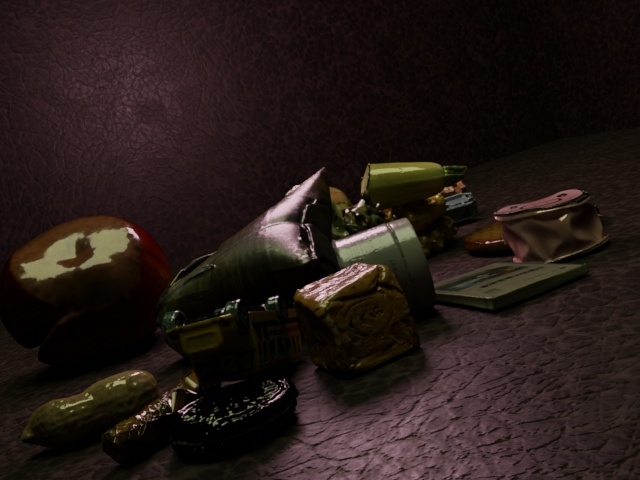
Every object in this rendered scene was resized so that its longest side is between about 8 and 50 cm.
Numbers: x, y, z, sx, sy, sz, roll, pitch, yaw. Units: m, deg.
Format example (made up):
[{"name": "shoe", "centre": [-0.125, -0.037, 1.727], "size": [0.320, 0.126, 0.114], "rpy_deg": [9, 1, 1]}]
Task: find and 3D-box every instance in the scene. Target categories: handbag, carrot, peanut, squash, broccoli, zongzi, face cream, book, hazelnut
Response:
[{"name": "handbag", "centre": [0.468, -0.028, 1.599], "size": [0.205, 0.116, 0.179], "rpy_deg": [-16, 6, 12]}, {"name": "carrot", "centre": [-0.231, 0.259, 1.176], "size": [0.069, 0.069, 0.229], "rpy_deg": [-11, 11, 36]}, {"name": "peanut", "centre": [-0.374, 0.279, 1.284], "size": [0.228, 0.085, 0.104], "rpy_deg": [-20, -1, -15]}, {"name": "squash", "centre": [0.221, -0.149, 1.971], "size": [0.288, 0.137, 0.137], "rpy_deg": [-9, 9, 20]}, {"name": "broccoli", "centre": [0.006, 0.020, 1.882], "size": [0.334, 0.324, 0.272], "rpy_deg": [-27, -33, -17]}, {"name": "zongzi", "centre": [-0.148, 0.033, 1.691], "size": [0.403, 0.208, 0.432], "rpy_deg": [-21, 37, 18]}, {"name": "face cream", "centre": [0.114, 0.062, 1.458], "size": [0.153, 0.177, 0.177], "rpy_deg": [-18, 7, -3]}, {"name": "book", "centre": [0.329, 0.078, 1.471], "size": [0.215, 0.025, 0.283], "rpy_deg": [-18, 6, -21]}, {"name": "hazelnut", "centre": [-0.560, 0.135, 1.909], "size": [0.410, 0.359, 0.359], "rpy_deg": [-21, 7, -3]}]

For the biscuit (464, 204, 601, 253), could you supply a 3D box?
[{"name": "biscuit", "centre": [0.492, -0.026, 1.840], "size": [0.318, 0.040, 0.318], "rpy_deg": [-15, 6, 2]}]

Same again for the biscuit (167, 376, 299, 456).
[{"name": "biscuit", "centre": [-0.123, 0.243, 1.099], "size": [0.195, 0.053, 0.194], "rpy_deg": [-16, 7, 2]}]

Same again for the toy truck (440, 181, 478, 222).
[{"name": "toy truck", "centre": [0.288, -0.079, 2.363], "size": [0.338, 0.133, 0.184], "rpy_deg": [-15, 23, -4]}]

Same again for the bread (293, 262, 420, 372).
[{"name": "bread", "centre": [0.053, 0.128, 1.267], "size": [0.158, 0.149, 0.143], "rpy_deg": [-27, 9, -25]}]

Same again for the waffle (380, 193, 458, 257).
[{"name": "waffle", "centre": [0.205, -0.030, 2.110], "size": [0.324, 0.151, 0.261], "rpy_deg": [-8, 15, 44]}]

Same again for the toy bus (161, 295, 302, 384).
[{"name": "toy bus", "centre": [-0.125, 0.157, 1.240], "size": [0.121, 0.123, 0.335], "rpy_deg": [-14, -6, 12]}]

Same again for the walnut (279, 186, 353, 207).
[{"name": "walnut", "centre": [-0.024, -0.049, 2.389], "size": [0.283, 0.227, 0.282], "rpy_deg": [-4, 51, 5]}]
